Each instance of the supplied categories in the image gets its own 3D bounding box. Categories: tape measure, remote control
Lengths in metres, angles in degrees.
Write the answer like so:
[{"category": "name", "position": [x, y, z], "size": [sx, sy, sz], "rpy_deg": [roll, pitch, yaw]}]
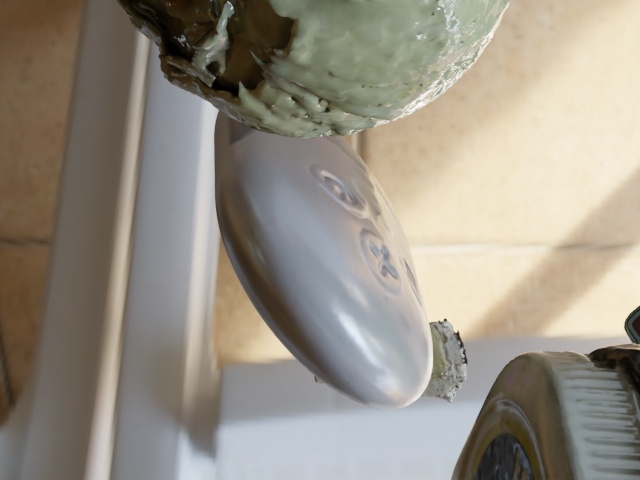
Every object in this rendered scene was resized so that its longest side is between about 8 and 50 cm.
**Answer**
[{"category": "tape measure", "position": [0.157, 0.196, 0.949], "size": [0.133, 0.271, 0.231], "rpy_deg": [7, 139, -11]}, {"category": "remote control", "position": [0.000, 0.000, 1.336], "size": [0.103, 0.332, 0.221], "rpy_deg": [-34, 112, 10]}]

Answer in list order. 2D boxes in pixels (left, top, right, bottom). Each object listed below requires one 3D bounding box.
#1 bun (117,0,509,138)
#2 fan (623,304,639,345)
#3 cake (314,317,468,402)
[{"category": "bun", "position": [-0.026, -0.171, 0.989], "size": [0.259, 0.152, 0.259], "rpy_deg": [28, 132, 36]}, {"category": "fan", "position": [0.414, 0.084, 1.790], "size": [0.220, 0.132, 0.009], "rpy_deg": [-27, 164, 3]}, {"category": "cake", "position": [0.059, 0.106, 1.493], "size": [0.121, 0.065, 0.052], "rpy_deg": [-10, 149, -21]}]
